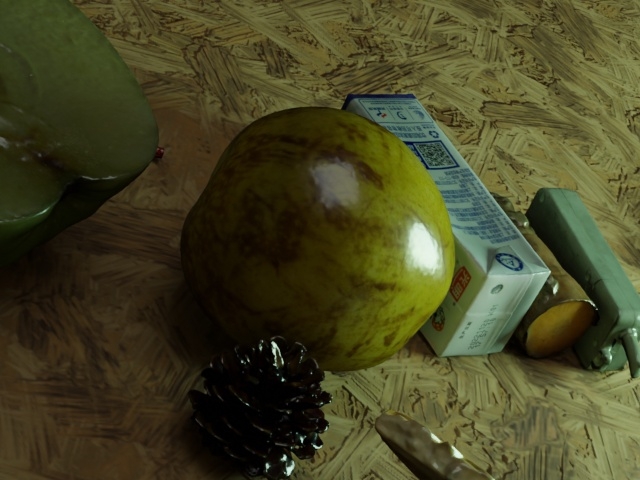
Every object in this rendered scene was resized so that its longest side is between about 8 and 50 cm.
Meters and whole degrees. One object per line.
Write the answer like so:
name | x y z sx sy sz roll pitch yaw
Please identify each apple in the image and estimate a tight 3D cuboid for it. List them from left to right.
apple | -0.358 -0.128 1.730 0.360 0.320 0.311 43 -2 13

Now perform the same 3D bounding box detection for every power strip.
power strip | 0.309 0.059 2.092 0.053 0.093 0.288 5 40 -27

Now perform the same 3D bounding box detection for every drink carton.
drink carton | 0.117 -0.021 2.037 0.106 0.130 0.315 -4 45 -35

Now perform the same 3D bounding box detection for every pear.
pear | 0.000 0.000 1.815 0.280 0.281 0.281 18 35 -13

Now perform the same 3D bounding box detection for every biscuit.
biscuit | 0.182 0.272 1.662 0.309 0.040 0.204 40 -8 23

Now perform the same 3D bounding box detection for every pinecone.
pinecone | -0.052 0.152 1.702 0.140 0.121 0.140 25 28 -14

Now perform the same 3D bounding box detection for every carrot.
carrot | 0.224 0.020 2.093 0.102 0.102 0.263 5 38 -29

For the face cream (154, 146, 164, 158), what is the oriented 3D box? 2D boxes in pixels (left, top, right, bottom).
face cream | -0.216 -0.107 2.023 0.083 0.021 0.040 13 36 -19
